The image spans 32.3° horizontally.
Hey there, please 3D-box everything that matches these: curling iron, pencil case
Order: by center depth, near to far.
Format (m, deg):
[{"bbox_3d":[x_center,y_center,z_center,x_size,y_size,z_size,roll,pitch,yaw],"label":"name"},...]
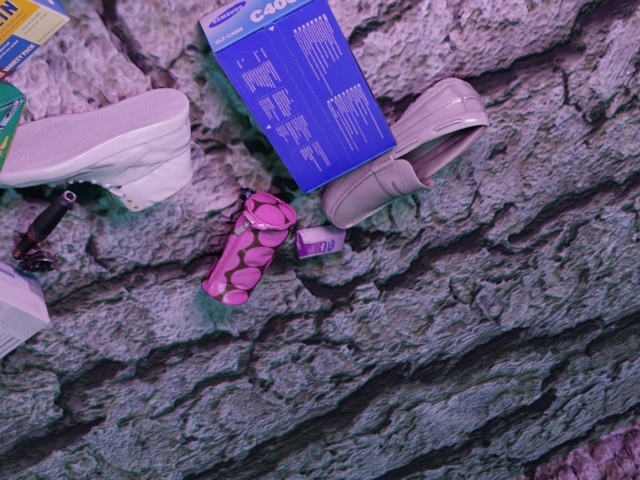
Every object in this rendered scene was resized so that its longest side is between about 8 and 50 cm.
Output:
[{"bbox_3d":[-0.386,-0.014,1.572,0.068,0.035,0.274,7,155,-22],"label":"curling iron"},{"bbox_3d":[-0.123,0.018,1.787,0.098,0.095,0.209,-37,161,-52],"label":"pencil case"}]

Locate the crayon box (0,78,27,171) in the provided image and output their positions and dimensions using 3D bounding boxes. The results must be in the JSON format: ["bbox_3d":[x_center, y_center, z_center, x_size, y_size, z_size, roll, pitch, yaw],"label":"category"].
[{"bbox_3d":[-0.478,-0.111,1.352,0.081,0.165,0.278,-39,165,-52],"label":"crayon box"}]

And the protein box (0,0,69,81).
[{"bbox_3d":[-0.401,-0.284,1.120,0.136,0.201,0.200,-37,160,17],"label":"protein box"}]

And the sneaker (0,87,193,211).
[{"bbox_3d":[-0.312,-0.092,1.528,0.293,0.108,0.169,-17,140,-13],"label":"sneaker"}]

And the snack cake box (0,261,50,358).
[{"bbox_3d":[-0.565,0.138,1.684,0.264,0.089,0.152,-34,144,13],"label":"snack cake box"}]

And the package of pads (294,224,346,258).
[{"bbox_3d":[0.000,0.000,1.881,0.083,0.032,0.050,-10,138,-19],"label":"package of pads"}]

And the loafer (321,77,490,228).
[{"bbox_3d":[0.129,-0.119,1.739,0.319,0.111,0.112,-43,140,23],"label":"loafer"}]

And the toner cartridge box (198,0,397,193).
[{"bbox_3d":[-0.022,-0.217,1.565,0.165,0.075,0.348,-28,144,3],"label":"toner cartridge box"}]
